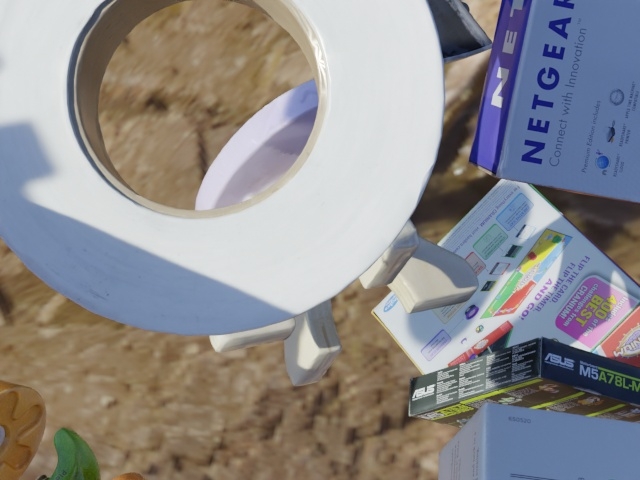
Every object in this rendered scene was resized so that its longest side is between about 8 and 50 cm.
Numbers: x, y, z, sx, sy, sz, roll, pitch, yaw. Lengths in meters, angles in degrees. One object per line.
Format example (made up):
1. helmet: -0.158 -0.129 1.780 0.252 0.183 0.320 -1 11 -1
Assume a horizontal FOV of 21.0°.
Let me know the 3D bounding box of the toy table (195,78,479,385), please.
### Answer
1. toy table: 0.000 0.000 1.497 0.252 0.274 0.161 -16 65 -17

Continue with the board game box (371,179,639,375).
1. board game box: 0.216 0.086 1.906 0.242 0.316 0.064 -45 125 6

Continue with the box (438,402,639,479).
1. box: 0.183 0.229 1.245 0.182 0.119 0.181 9 63 -11

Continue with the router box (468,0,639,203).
1. router box: 0.288 -0.184 1.237 0.301 0.082 0.335 9 98 -12

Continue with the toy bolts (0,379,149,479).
1. toy bolts: -0.220 0.244 1.313 0.158 0.218 0.228 28 67 29

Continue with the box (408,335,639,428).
1. box: 0.210 0.147 1.604 0.184 0.191 0.045 19 64 -29

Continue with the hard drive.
1. hard drive: 0.068 -0.231 1.524 0.054 0.254 0.172 -38 103 3

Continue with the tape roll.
1. tape roll: -0.070 -0.085 1.026 0.286 0.100 0.286 0 88 0
